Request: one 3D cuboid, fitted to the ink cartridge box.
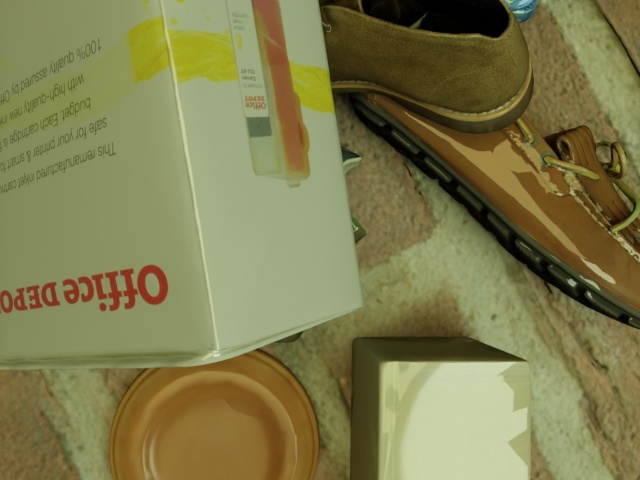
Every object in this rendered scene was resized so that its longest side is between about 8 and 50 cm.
[{"bbox_3d":[-0.144,-0.112,0.491,0.279,0.160,0.385,-9,89,38],"label":"ink cartridge box"}]

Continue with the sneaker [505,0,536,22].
[{"bbox_3d":[0.138,-0.251,0.615,0.240,0.091,0.126,-28,92,-5],"label":"sneaker"}]

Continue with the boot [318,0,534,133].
[{"bbox_3d":[0.015,-0.177,0.521,0.305,0.115,0.112,19,80,25],"label":"boot"}]

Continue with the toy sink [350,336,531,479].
[{"bbox_3d":[0.100,0.209,0.574,0.131,0.153,0.234,1,88,-5],"label":"toy sink"}]

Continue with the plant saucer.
[{"bbox_3d":[-0.099,0.196,0.615,0.199,0.037,0.200,0,89,-4],"label":"plant saucer"}]

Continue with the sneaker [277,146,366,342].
[{"bbox_3d":[0.000,0.000,0.611,0.086,0.064,0.192,2,86,0],"label":"sneaker"}]

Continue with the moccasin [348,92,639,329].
[{"bbox_3d":[0.205,-0.061,0.604,0.380,0.139,0.147,43,95,7],"label":"moccasin"}]
